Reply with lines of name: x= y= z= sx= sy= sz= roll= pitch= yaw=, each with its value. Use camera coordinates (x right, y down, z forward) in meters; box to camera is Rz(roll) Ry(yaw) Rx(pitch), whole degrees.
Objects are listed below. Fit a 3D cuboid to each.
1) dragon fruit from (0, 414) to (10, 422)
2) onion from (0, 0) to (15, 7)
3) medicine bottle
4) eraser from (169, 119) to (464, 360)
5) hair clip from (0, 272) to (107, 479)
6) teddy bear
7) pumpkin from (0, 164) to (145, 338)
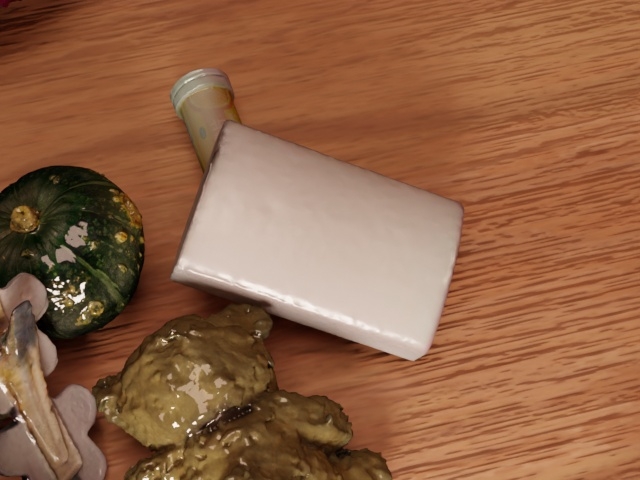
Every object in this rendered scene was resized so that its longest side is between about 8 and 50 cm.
dragon fruit: x=-0.383 y=0.120 z=1.161 sx=0.211 sy=0.262 sz=0.134 roll=49 pitch=26 yaw=3
onion: x=-0.477 y=-0.422 z=1.394 sx=0.358 sy=0.345 sz=0.358 roll=-21 pitch=51 yaw=28
medicine bottle: x=-0.104 y=-0.089 z=1.318 sx=0.074 sy=0.074 sz=0.218 roll=-18 pitch=62 yaw=-10
eraser: x=0.000 y=0.000 z=1.202 sx=0.270 sy=0.095 sz=0.174 roll=19 pitch=72 yaw=-7
hair clip: x=-0.273 y=0.138 z=1.092 sx=0.075 sy=0.257 sz=0.146 roll=-5 pitch=24 yaw=25
teddy bear: x=-0.094 y=0.186 z=1.104 sx=0.267 sy=0.156 sz=0.256 roll=-25 pitch=60 yaw=-12
pumpkin: x=-0.269 y=0.010 z=1.212 sx=0.190 sy=0.146 sz=0.190 roll=-2 pitch=71 yaw=5
